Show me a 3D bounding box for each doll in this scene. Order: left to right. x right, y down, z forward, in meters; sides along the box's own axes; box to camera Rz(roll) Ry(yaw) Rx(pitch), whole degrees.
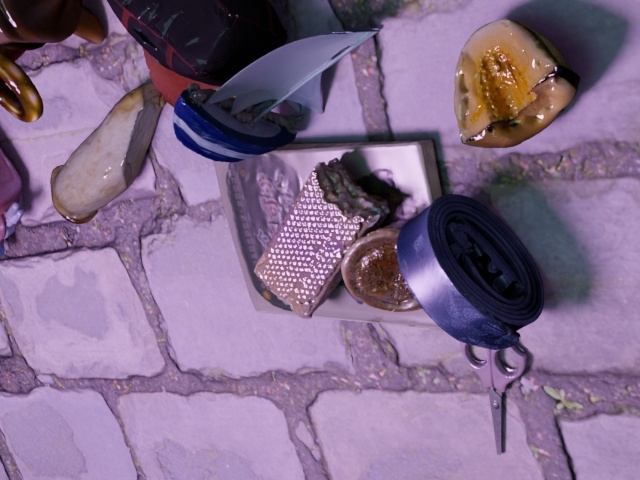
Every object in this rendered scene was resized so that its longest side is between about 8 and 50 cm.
[{"bbox_3d":[-0.506,-0.347,1.779,0.339,0.209,0.318,7,119,38],"label":"doll"}]

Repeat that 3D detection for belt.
[{"bbox_3d":[0.179,0.040,1.408,0.190,0.141,0.082,48,138,-1],"label":"belt"}]

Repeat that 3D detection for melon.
[{"bbox_3d":[0.218,-0.182,1.307,0.160,0.079,0.128,-40,65,47],"label":"melon"}]

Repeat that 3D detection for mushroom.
[{"bbox_3d":[-0.327,-0.126,1.827,0.333,0.087,0.107,-34,87,45],"label":"mushroom"}]

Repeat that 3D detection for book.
[{"bbox_3d":[0.019,-0.010,1.601,0.370,0.043,0.260,2,113,41],"label":"book"}]

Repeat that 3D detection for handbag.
[{"bbox_3d":[-0.160,-0.295,1.515,0.215,0.169,0.155,44,108,18],"label":"handbag"}]

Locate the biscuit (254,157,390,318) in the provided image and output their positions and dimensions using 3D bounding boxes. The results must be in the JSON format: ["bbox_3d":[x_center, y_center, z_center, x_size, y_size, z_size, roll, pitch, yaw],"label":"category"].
[{"bbox_3d":[0.000,0.000,1.554,0.108,0.062,0.239,43,135,10],"label":"biscuit"}]

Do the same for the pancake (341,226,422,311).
[{"bbox_3d":[0.093,0.039,1.491,0.139,0.022,0.140,7,129,8],"label":"pancake"}]

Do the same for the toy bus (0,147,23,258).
[{"bbox_3d":[-0.642,-0.063,2.083,0.232,0.197,0.294,43,134,2],"label":"toy bus"}]

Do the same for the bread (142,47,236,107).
[{"bbox_3d":[-0.178,-0.221,1.647,0.192,0.067,0.119,30,130,27],"label":"bread"}]

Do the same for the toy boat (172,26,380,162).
[{"bbox_3d":[-0.046,-0.182,1.499,0.291,0.210,0.070,-23,70,7],"label":"toy boat"}]

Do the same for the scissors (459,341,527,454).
[{"bbox_3d":[0.230,0.202,1.544,0.100,0.015,0.189,14,123,39],"label":"scissors"}]
